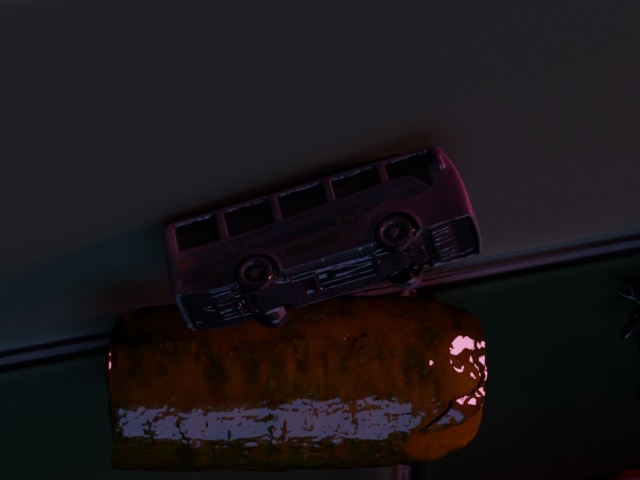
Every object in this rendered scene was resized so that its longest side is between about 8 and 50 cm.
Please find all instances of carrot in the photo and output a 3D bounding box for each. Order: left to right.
[{"bbox_3d":[-0.012,0.064,0.868,0.173,0.082,0.082,1,137,-11],"label":"carrot"}]

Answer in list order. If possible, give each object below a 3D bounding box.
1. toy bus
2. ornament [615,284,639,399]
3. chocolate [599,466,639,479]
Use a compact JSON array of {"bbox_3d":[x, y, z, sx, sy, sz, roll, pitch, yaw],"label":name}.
[{"bbox_3d":[0.000,0.000,0.817,0.130,0.052,0.037,-17,145,3],"label":"toy bus"},{"bbox_3d":[0.183,0.041,0.948,0.073,0.028,0.125,-20,142,5],"label":"ornament"},{"bbox_3d":[0.157,0.297,1.072,0.360,0.161,0.341,-16,123,-2],"label":"chocolate"}]
